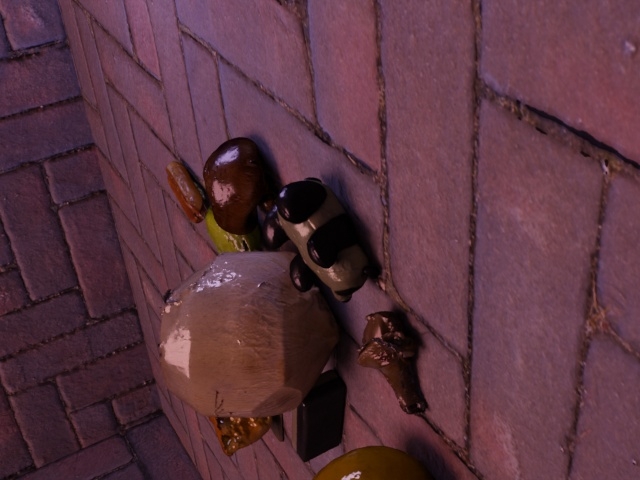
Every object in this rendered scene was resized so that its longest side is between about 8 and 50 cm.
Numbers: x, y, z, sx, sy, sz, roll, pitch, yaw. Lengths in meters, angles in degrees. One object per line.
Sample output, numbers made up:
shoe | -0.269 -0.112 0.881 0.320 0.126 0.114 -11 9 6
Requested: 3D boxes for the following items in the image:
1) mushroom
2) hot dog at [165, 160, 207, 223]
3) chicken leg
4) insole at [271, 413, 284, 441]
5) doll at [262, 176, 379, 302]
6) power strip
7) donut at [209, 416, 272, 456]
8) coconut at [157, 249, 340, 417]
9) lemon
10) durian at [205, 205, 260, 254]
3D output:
mushroom | -0.187 -0.116 1.839 0.194 0.138 0.231 57 156 28
hot dog | -0.359 -0.130 2.341 0.236 0.062 0.092 55 155 37
chicken leg | 0.122 0.213 1.496 0.125 0.080 0.196 26 135 43
insole | -0.132 0.434 2.389 0.119 0.009 0.348 47 150 42
doll | 0.000 -0.002 1.514 0.234 0.135 0.143 60 151 11
power strip | -0.009 0.397 1.930 0.070 0.105 0.257 53 153 38
donut | -0.266 0.354 2.425 0.378 0.163 0.435 -127 25 -48
coconut | -0.140 0.185 1.767 0.346 0.360 0.346 -1 -90 -90
lemon | 0.100 0.521 1.543 0.297 0.297 0.297 50 152 40
durian | -0.201 -0.022 2.011 0.250 0.101 0.139 28 136 56
